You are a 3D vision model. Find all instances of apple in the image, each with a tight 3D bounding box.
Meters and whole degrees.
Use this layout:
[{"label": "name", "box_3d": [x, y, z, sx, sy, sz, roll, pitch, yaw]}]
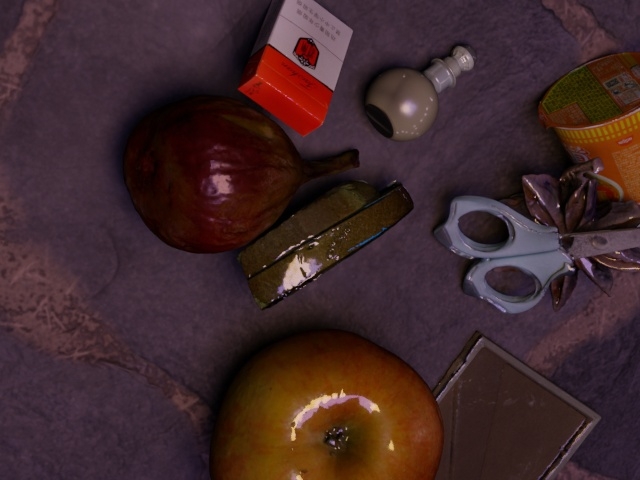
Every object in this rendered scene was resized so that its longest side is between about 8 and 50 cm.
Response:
[{"label": "apple", "box_3d": [0.013, 0.259, 1.437, 0.301, 0.301, 0.302, -5, 108, -16]}]

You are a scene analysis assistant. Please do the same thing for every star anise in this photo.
[{"label": "star anise", "box_3d": [0.324, -0.021, 1.500, 0.081, 0.230, 0.262, -47, 153, -41]}]

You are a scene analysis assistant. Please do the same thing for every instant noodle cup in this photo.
[{"label": "instant noodle cup", "box_3d": [0.389, -0.120, 1.506, 0.168, 0.168, 0.185, -32, 120, -5]}]

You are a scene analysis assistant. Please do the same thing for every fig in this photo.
[{"label": "fig", "box_3d": [-0.083, -0.105, 1.364, 0.290, 0.190, 0.191, -30, 114, -24]}]

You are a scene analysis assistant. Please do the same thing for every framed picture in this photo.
[{"label": "framed picture", "box_3d": [0.211, 0.322, 1.648, 0.247, 0.022, 0.335, 34, 95, -23]}]

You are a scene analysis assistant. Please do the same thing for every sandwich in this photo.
[{"label": "sandwich", "box_3d": [0.004, -0.008, 1.419, 0.235, 0.159, 0.079, -33, 90, -7]}]

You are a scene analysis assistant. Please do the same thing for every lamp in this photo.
[{"label": "lamp", "box_3d": [0.131, -0.190, 1.442, 0.163, 0.091, 0.091, -37, 114, -21]}]

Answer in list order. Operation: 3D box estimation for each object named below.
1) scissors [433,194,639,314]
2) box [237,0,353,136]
[{"label": "scissors", "box_3d": [0.317, 0.008, 1.449, 0.191, 0.360, 0.029, 62, 41, -26]}, {"label": "box", "box_3d": [-0.027, -0.210, 1.356, 0.100, 0.048, 0.152, 32, 56, -21]}]
